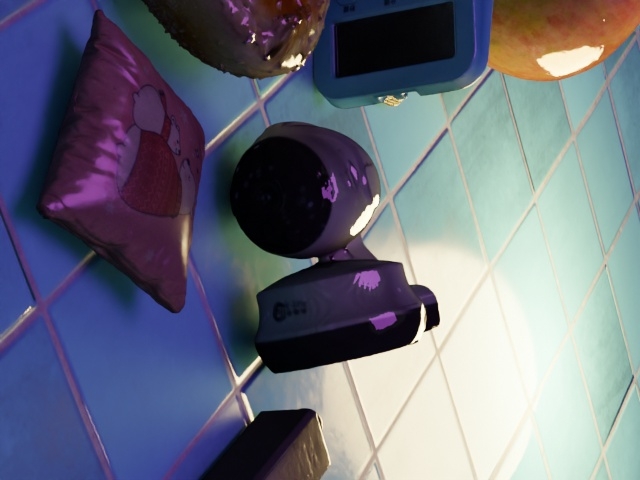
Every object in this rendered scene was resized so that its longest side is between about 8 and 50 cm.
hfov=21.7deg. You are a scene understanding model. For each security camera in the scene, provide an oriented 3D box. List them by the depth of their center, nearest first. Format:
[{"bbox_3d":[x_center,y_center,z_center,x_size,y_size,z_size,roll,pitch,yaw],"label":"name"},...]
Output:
[{"bbox_3d":[0.000,0.000,1.894,0.191,0.197,0.277,-8,85,-53],"label":"security camera"}]

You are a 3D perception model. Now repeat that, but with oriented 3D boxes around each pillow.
[{"bbox_3d":[-0.187,-0.075,1.654,0.223,0.084,0.236,42,46,-49],"label":"pillow"}]

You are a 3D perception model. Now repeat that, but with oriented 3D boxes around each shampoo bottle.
[{"bbox_3d":[-0.062,0.259,1.827,0.246,0.079,0.080,-46,126,-56],"label":"shampoo bottle"}]

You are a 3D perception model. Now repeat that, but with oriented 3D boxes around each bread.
[{"bbox_3d":[-0.103,-0.317,1.781,0.305,0.158,0.306,31,54,-58],"label":"bread"}]

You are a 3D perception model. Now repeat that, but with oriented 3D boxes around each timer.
[{"bbox_3d":[0.097,-0.298,2.078,0.091,0.231,0.250,35,54,-54],"label":"timer"}]

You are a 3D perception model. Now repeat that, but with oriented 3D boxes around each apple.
[{"bbox_3d":[0.303,-0.412,2.368,0.364,0.364,0.364,20,68,-60],"label":"apple"}]

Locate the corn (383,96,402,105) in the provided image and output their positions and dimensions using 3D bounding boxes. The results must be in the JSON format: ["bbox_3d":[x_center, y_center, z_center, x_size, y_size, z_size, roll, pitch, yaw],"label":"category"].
[{"bbox_3d":[0.084,-0.204,2.242,0.092,0.037,0.037,17,70,-58],"label":"corn"}]
